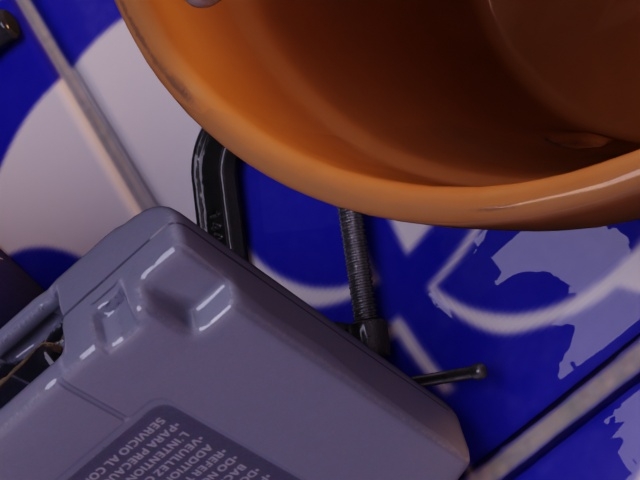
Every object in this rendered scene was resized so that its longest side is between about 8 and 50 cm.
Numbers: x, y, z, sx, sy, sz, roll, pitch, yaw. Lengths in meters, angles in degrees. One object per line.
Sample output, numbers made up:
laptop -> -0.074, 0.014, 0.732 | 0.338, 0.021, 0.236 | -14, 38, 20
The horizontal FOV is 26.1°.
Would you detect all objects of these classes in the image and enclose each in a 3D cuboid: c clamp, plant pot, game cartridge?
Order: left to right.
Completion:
game cartridge -> -0.095, 0.130, 0.553 | 0.294, 0.196, 0.060 | -40, 36, 15
c clamp -> 0.000, 0.000, 0.616 | 0.137, 0.022, 0.161 | -21, 75, 34
plant pot -> 0.095, -0.138, 0.463 | 0.291, 0.203, 0.291 | -4, 82, 31

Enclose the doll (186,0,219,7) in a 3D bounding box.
doll -> -0.016, -0.126, 0.383 | 0.189, 0.046, 0.129 | 24, 107, 38

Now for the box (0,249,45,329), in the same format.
box -> -0.212, 0.055, 0.662 | 0.207, 0.153, 0.108 | 37, 103, 28

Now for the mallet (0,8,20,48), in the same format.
mallet -> -0.234, -0.058, 0.760 | 0.189, 0.039, 0.062 | -27, 71, 22
